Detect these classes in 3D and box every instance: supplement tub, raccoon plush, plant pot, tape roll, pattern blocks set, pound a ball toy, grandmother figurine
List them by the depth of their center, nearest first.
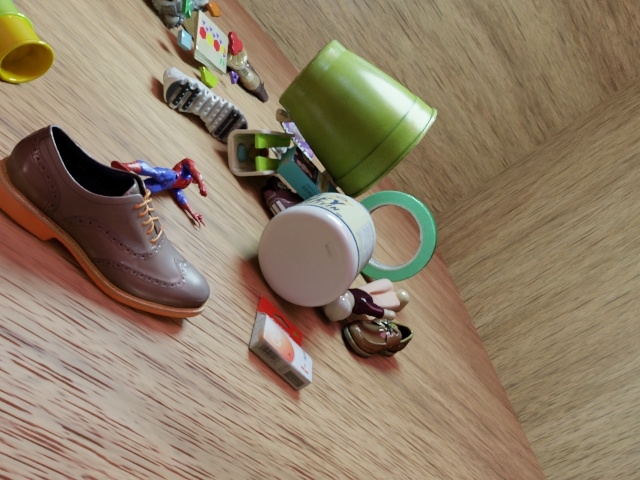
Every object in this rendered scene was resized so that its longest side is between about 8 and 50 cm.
[{"bbox_3d":[0.008,0.007,1.240,0.235,0.235,0.325,54,21,-1],"label":"supplement tub"},{"bbox_3d":[0.111,0.164,1.392,0.342,0.208,0.104,3,97,-57],"label":"grandmother figurine"},{"bbox_3d":[0.080,-0.369,1.447,0.353,0.366,0.366,42,20,-11],"label":"plant pot"},{"bbox_3d":[-0.168,-0.301,1.490,0.319,0.135,0.208,-32,122,-72],"label":"pound a ball toy"},{"bbox_3d":[-0.361,-0.645,1.640,0.325,0.026,0.285,40,52,-62],"label":"pattern blocks set"},{"bbox_3d":[-0.498,-0.902,1.735,0.299,0.216,0.446,57,16,-17],"label":"raccoon plush"},{"bbox_3d":[0.248,-0.015,1.759,0.321,0.321,0.077,57,18,8],"label":"tape roll"}]

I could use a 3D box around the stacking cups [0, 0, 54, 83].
[{"bbox_3d":[-0.574,-0.413,0.820,0.316,0.096,0.096,53,18,3],"label":"stacking cups"}]

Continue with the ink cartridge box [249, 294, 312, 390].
[{"bbox_3d":[-0.073,0.200,1.026,0.145,0.045,0.179,47,22,-21],"label":"ink cartridge box"}]

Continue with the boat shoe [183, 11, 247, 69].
[{"bbox_3d":[-0.398,-0.731,1.843,0.277,0.098,0.096,41,-14,-8],"label":"boat shoe"}]

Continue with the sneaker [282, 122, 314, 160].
[{"bbox_3d":[-0.075,-0.452,2.099,0.236,0.104,0.095,58,20,15],"label":"sneaker"}]

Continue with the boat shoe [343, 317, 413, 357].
[{"bbox_3d":[0.172,0.262,1.417,0.307,0.104,0.111,21,38,-59],"label":"boat shoe"}]

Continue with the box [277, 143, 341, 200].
[{"bbox_3d":[-0.018,-0.156,1.441,0.244,0.060,0.100,45,28,-25],"label":"box"}]

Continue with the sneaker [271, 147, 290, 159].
[{"bbox_3d":[-0.136,-0.327,1.793,0.135,0.058,0.052,58,19,16],"label":"sneaker"}]

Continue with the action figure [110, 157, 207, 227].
[{"bbox_3d":[-0.282,-0.091,0.957,0.139,0.091,0.280,47,19,1],"label":"action figure"}]

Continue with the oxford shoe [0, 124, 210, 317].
[{"bbox_3d":[-0.286,-0.012,0.733,0.363,0.133,0.130,43,21,-31],"label":"oxford shoe"}]

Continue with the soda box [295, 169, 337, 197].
[{"bbox_3d":[-0.005,-0.174,1.643,0.061,0.181,0.058,47,20,-19],"label":"soda box"}]

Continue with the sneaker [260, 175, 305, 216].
[{"bbox_3d":[-0.085,-0.131,1.498,0.162,0.106,0.281,53,19,6],"label":"sneaker"}]

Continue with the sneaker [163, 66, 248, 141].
[{"bbox_3d":[-0.316,-0.379,1.384,0.292,0.110,0.118,33,18,-50],"label":"sneaker"}]

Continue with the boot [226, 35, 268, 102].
[{"bbox_3d":[-0.313,-0.687,2.013,0.248,0.090,0.207,57,6,17],"label":"boot"}]
